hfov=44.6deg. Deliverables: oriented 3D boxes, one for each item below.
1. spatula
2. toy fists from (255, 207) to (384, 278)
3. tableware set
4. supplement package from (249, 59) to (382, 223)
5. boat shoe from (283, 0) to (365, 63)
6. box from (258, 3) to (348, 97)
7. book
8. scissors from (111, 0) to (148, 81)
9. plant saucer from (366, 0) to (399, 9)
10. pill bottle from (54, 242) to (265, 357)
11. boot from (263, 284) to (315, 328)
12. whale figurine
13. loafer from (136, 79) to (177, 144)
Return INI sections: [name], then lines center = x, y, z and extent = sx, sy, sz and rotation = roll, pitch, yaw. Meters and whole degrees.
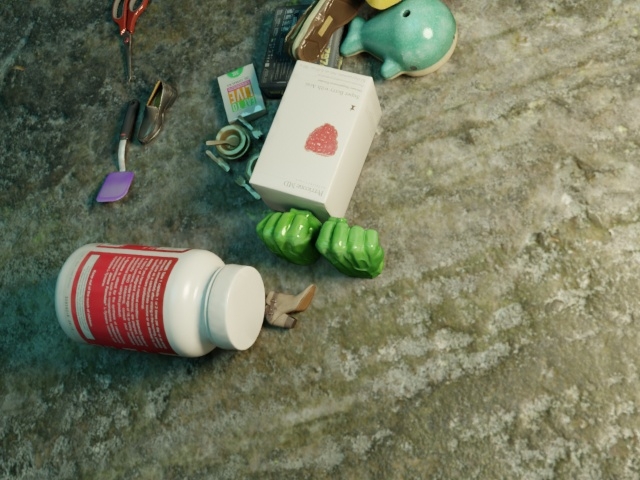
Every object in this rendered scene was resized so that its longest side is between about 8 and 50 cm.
[spatula]
center = -0.498, -0.230, 1.972
extent = 0.084, 0.030, 0.296
rotation = 0, 70, 20
[toy fists]
center = 0.000, 0.000, 1.627
extent = 0.279, 0.142, 0.096
rotation = 13, 75, 24
[tableware set]
center = -0.172, -0.200, 1.809
extent = 0.194, 0.039, 0.128
rotation = 42, 89, 18
[supplement package]
center = -0.004, -0.203, 1.674
extent = 0.178, 0.175, 0.292
rotation = 16, 77, 16
[boat shoe]
center = 0.004, -0.522, 1.790
extent = 0.257, 0.095, 0.095
rotation = -51, 43, -10
[box]
center = -0.036, -0.454, 1.860
extent = 0.183, 0.059, 0.232
rotation = 2, 70, 22
[book]
center = -0.189, -0.354, 1.901
extent = 0.096, 0.035, 0.144
rotation = -21, 63, 8
[scissors]
center = -0.533, -0.554, 2.118
extent = 0.109, 0.021, 0.297
rotation = -1, 71, 18
[plant saucer]
center = 0.174, -0.712, 1.740
extent = 0.333, 0.081, 0.332
rotation = -30, 69, -12
[pill bottle]
center = -0.336, 0.127, 1.661
extent = 0.408, 0.229, 0.229
rotation = 3, 72, 23
[boot]
center = -0.073, 0.130, 1.664
extent = 0.087, 0.042, 0.118
rotation = 28, 82, 30
[whale figurine]
center = 0.166, -0.467, 1.740
extent = 0.272, 0.141, 0.216
rotation = 11, 75, 27
[loafer]
center = -0.423, -0.325, 1.961
extent = 0.062, 0.061, 0.170
rotation = 15, 77, 24
